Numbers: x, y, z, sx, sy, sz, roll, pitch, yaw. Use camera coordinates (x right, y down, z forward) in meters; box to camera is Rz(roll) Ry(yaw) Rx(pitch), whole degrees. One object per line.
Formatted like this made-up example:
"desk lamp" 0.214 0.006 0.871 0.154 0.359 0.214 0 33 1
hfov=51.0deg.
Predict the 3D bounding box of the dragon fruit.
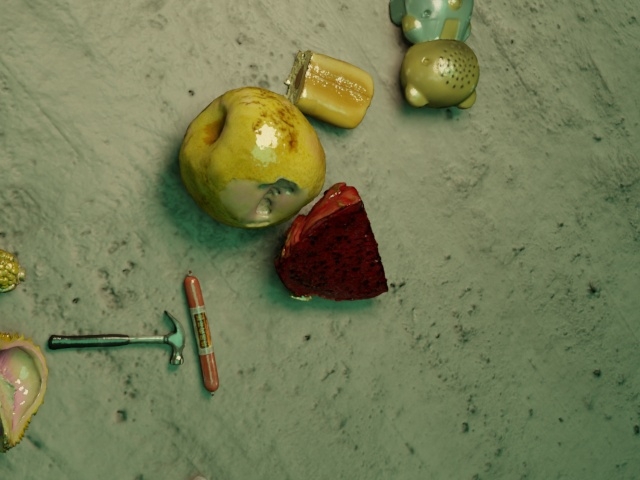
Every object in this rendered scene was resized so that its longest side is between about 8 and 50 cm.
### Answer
"dragon fruit" 0.000 0.000 1.339 0.204 0.152 0.317 -21 141 -1

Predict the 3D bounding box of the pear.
"pear" -0.119 -0.144 1.235 0.271 0.271 0.272 -1 92 -24

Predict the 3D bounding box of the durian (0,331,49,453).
"durian" -0.541 0.244 1.126 0.165 0.132 0.182 -37 109 -10

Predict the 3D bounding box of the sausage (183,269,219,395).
"sausage" -0.232 0.182 1.313 0.034 0.034 0.254 -13 96 -23

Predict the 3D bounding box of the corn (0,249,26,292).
"corn" -0.615 0.040 1.113 0.238 0.080 0.080 11 87 -23

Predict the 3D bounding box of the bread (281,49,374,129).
"bread" 0.017 -0.306 1.378 0.173 0.085 0.134 20 80 -22

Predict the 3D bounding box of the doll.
"doll" 0.253 -0.411 1.439 0.176 0.161 0.261 -2 90 -25

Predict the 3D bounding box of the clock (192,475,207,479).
"clock" -0.254 0.558 1.289 0.176 0.080 0.117 -43 108 -18

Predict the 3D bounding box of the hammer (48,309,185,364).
"hammer" -0.376 0.181 1.253 0.246 0.029 0.103 4 90 -22
